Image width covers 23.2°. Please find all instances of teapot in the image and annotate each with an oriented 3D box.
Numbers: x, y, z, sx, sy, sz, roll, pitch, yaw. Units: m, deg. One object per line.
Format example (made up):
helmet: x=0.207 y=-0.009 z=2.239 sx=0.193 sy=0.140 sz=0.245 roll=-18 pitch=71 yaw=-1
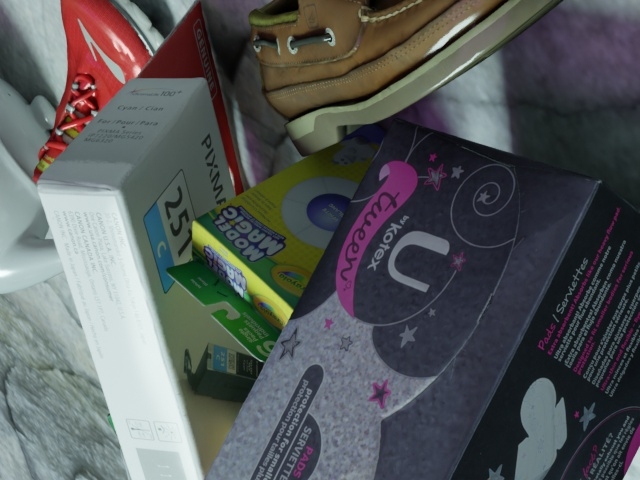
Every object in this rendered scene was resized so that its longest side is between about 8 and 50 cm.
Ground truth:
teapot: x=-0.326 y=-0.077 z=1.422 sx=0.256 sy=0.187 sz=0.252 roll=55 pitch=-177 yaw=-30

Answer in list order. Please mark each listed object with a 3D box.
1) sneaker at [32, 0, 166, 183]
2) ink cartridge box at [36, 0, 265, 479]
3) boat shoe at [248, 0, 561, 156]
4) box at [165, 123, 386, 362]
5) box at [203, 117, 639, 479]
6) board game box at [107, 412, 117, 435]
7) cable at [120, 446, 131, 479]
sneaker: x=-0.175 y=-0.081 z=1.239 sx=0.107 sy=0.118 sz=0.279 roll=35 pitch=144 yaw=34
ink cartridge box: x=-0.079 y=0.016 z=1.104 sx=0.066 sy=0.261 sz=0.296 roll=3 pitch=125 yaw=22
boat shoe: x=0.035 y=-0.130 z=0.879 sx=0.104 sy=0.110 sz=0.307 roll=59 pitch=151 yaw=-4
box: x=0.000 y=0.000 z=0.986 sx=0.105 sy=0.179 sz=0.043 roll=40 pitch=147 yaw=27
box: x=0.072 y=0.081 z=0.854 sx=0.163 sy=0.247 sz=0.142 roll=22 pitch=171 yaw=46
board game box: x=-0.051 y=0.230 z=1.279 sx=0.046 sy=0.213 sz=0.317 roll=-22 pitch=102 yaw=19
cable: x=-0.101 y=0.278 z=1.400 sx=0.257 sy=0.089 sz=0.257 roll=-117 pitch=8 yaw=-66
